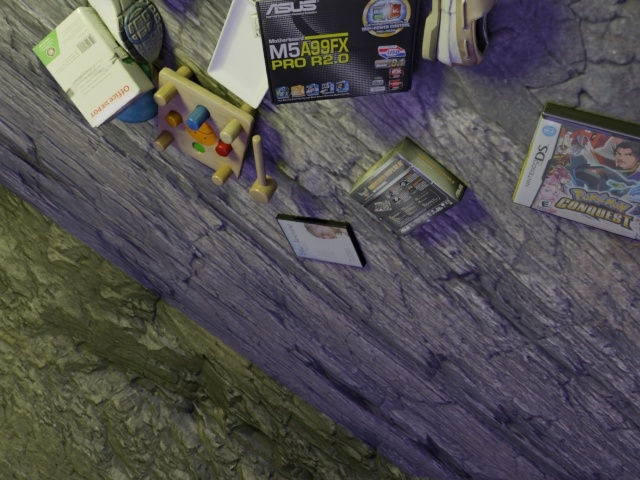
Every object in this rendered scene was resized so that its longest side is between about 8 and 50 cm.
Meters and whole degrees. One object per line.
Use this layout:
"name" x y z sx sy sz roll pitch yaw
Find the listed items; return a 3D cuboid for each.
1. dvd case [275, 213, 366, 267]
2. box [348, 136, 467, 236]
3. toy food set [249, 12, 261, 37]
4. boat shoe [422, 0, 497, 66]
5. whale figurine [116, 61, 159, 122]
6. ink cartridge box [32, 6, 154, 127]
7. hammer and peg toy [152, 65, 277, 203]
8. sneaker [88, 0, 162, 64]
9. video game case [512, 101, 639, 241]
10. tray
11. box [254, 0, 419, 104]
"dvd case" 0.000 0.000 1.695 0.253 0.022 0.180 9 143 33
"box" 0.197 -0.116 1.325 0.183 0.056 0.231 37 148 -9
"toy food set" -0.058 -0.431 1.030 0.104 0.111 0.232 9 127 28
"boat shoe" 0.227 -0.393 0.861 0.103 0.113 0.302 20 158 15
"whale figurine" -0.511 -0.416 1.423 0.216 0.141 0.272 7 139 36
"ink cartridge box" -0.524 -0.400 1.322 0.160 0.092 0.219 -31 103 18
"hammer and peg toy" -0.249 -0.263 1.432 0.361 0.127 0.266 29 148 1
"sneaker" -0.460 -0.537 1.270 0.129 0.111 0.297 26 151 43
"video game case" 0.523 -0.119 1.060 0.275 0.035 0.248 20 147 17
"tray" -0.152 -0.409 1.231 0.145 0.030 0.270 35 149 -8
"box" 0.031 -0.353 1.000 0.270 0.060 0.216 -6 144 -1
